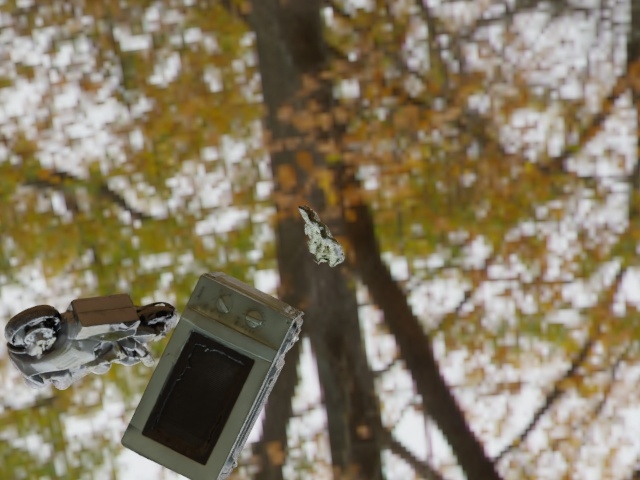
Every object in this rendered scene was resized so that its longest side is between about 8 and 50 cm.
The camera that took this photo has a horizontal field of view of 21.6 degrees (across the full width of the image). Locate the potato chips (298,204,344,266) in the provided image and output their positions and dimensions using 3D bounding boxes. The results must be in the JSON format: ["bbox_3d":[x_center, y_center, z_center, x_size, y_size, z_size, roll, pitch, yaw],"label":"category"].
[{"bbox_3d":[-0.001,0.000,2.277,0.028,0.092,0.207,-37,169,-8],"label":"potato chips"}]

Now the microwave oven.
[{"bbox_3d":[-0.114,0.151,1.856,0.122,0.208,0.162,26,-178,4],"label":"microwave oven"}]

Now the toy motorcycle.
[{"bbox_3d":[-0.277,0.120,1.914,0.225,0.152,0.073,0,-127,-42],"label":"toy motorcycle"}]
